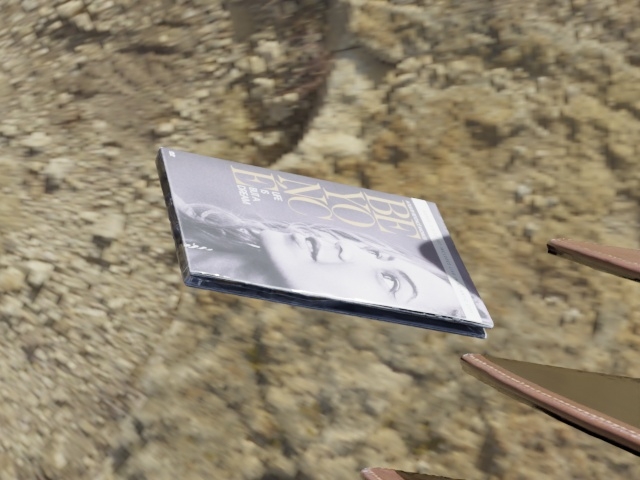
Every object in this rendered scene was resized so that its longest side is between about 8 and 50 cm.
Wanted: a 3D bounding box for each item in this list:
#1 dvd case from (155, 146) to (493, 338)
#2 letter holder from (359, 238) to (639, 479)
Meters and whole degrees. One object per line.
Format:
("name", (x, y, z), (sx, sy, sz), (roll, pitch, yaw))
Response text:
("dvd case", (0.000, 0.000, 1.258), (0.221, 0.164, 0.018), (11, 119, -20))
("letter holder", (0.169, 0.090, 0.806), (0.214, 0.302, 0.152), (10, 94, -24))
